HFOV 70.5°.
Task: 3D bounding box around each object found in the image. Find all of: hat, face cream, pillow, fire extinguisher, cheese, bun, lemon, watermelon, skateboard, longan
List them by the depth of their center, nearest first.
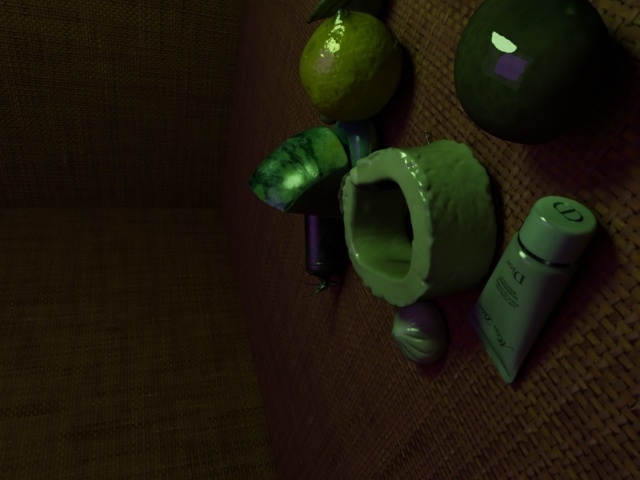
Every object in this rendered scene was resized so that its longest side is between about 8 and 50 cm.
[{"bbox_3d":[0.274,-0.227,0.595,0.212,0.198,0.198,62,147,35],"label":"longan"},{"bbox_3d":[0.307,0.076,0.686,0.143,0.089,0.314,-113,19,-44],"label":"face cream"},{"bbox_3d":[0.169,-0.035,0.876,0.332,0.153,0.291,-173,74,-66],"label":"cheese"},{"bbox_3d":[0.232,-0.193,0.911,0.064,0.032,0.083,-36,60,52],"label":"skateboard"},{"bbox_3d":[0.192,0.193,0.947,0.138,0.094,0.138,175,90,-69],"label":"bun"},{"bbox_3d":[0.066,-0.389,1.039,0.253,0.229,0.228,136,129,-66],"label":"lemon"},{"bbox_3d":[0.091,-0.578,1.110,0.110,0.252,0.252,49,165,-15],"label":"hat"},{"bbox_3d":[0.079,-0.235,1.199,0.233,0.086,0.213,-152,68,-65],"label":"pillow"},{"bbox_3d":[-0.039,-0.155,1.208,0.213,0.262,0.201,53,176,48],"label":"watermelon"},{"bbox_3d":[0.000,0.000,1.362,0.114,0.136,0.336,3,-96,-87],"label":"fire extinguisher"}]

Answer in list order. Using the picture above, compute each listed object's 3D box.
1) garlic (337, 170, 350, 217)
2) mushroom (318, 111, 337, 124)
[{"bbox_3d":[0.112,-0.106,1.068,0.159,0.147,0.102,-51,-1,21],"label":"garlic"},{"bbox_3d":[0.019,-0.486,1.361,0.100,0.081,0.311,128,140,-54],"label":"mushroom"}]
